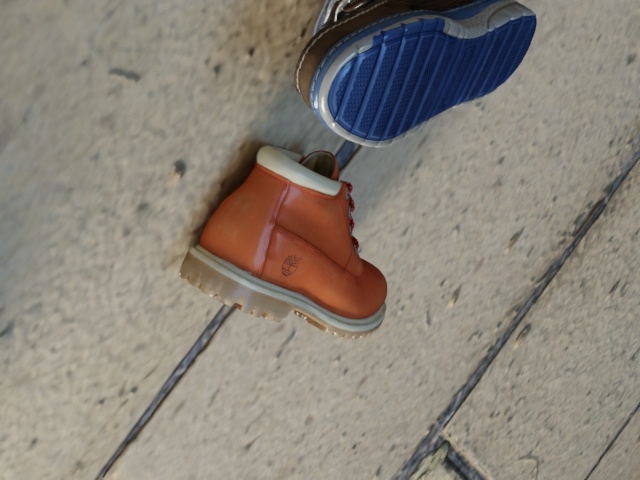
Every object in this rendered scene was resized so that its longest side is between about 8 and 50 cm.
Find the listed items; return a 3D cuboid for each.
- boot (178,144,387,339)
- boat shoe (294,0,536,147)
[{"bbox_3d":[0.000,0.000,0.939,0.158,0.059,0.085,19,98,-61],"label":"boot"},{"bbox_3d":[0.032,-0.091,0.880,0.183,0.066,0.066,-17,136,-58],"label":"boat shoe"}]
